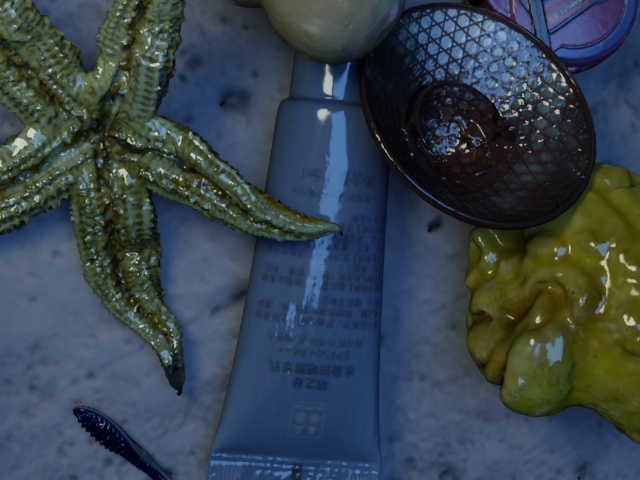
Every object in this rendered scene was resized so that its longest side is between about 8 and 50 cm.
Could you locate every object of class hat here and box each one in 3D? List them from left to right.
[{"bbox_3d":[0.103,-0.078,1.032,0.193,0.082,0.193,11,59,-19],"label":"hat"}]

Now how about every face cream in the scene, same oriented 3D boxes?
[{"bbox_3d":[0.000,0.000,1.045,0.135,0.086,0.385,6,92,-12],"label":"face cream"}]

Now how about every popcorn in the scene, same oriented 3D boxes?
[{"bbox_3d":[0.207,0.054,1.044,0.203,0.200,0.226,-27,98,-24],"label":"popcorn"}]

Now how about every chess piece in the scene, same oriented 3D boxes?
[{"bbox_3d":[-0.051,-0.227,0.959,0.261,0.143,0.143,39,81,4],"label":"chess piece"}]

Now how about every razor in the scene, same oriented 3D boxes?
[{"bbox_3d":[-0.131,0.180,1.040,0.154,0.044,0.028,53,48,-8],"label":"razor"}]

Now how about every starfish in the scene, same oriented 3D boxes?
[{"bbox_3d":[-0.143,-0.075,0.969,0.347,0.078,0.358,29,110,-12],"label":"starfish"}]

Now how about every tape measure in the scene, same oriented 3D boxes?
[{"bbox_3d":[0.186,-0.192,1.098,0.118,0.074,0.125,-34,95,-7],"label":"tape measure"}]
